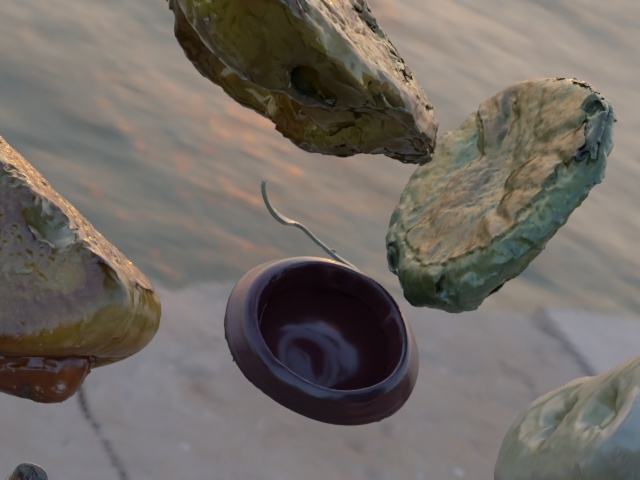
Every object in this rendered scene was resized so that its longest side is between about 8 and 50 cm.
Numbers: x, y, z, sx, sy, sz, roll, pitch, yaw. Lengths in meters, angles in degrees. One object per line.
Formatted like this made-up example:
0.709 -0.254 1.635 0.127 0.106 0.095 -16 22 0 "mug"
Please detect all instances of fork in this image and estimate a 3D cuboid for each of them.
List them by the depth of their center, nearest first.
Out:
-0.004 0.005 2.284 0.219 0.028 0.034 44 -3 -16 "fork"

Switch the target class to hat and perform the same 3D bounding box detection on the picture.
-0.001 0.106 1.771 0.205 0.089 0.205 11 51 -14 "hat"

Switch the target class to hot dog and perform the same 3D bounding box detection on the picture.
-0.254 0.022 1.361 0.257 0.153 0.150 43 1 16 "hot dog"

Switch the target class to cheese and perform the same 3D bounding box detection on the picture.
0.291 0.223 1.577 0.248 0.251 0.173 45 61 -14 "cheese"

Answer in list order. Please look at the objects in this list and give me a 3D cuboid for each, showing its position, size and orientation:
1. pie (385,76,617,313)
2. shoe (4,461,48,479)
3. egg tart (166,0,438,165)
0.183 -0.054 1.815 0.071 0.306 0.306 44 15 -28 "pie"
-0.284 0.265 1.666 0.072 0.069 0.109 5 73 -22 "shoe"
-0.031 -0.148 1.242 0.297 0.132 0.297 47 8 -9 "egg tart"
